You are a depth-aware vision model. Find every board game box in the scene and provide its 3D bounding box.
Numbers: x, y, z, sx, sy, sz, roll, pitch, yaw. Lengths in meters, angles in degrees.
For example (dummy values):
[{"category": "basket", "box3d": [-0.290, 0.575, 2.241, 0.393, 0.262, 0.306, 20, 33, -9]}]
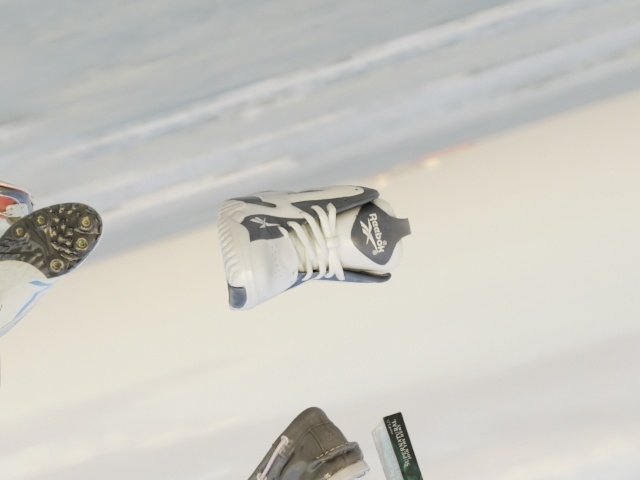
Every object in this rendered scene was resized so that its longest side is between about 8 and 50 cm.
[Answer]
[{"category": "board game box", "box3d": [0.108, 0.310, 2.247, 0.026, 0.186, 0.126, -16, 167, -10]}]

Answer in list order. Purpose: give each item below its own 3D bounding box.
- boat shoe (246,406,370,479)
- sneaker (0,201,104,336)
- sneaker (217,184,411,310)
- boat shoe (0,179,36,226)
[{"category": "boat shoe", "box3d": [-0.055, 0.299, 2.132, 0.112, 0.095, 0.335, -18, 161, -40]}, {"category": "sneaker", "box3d": [-0.331, 0.035, 2.026, 0.237, 0.085, 0.086, -38, 178, 15]}, {"category": "sneaker", "box3d": [0.000, 0.000, 1.598, 0.153, 0.094, 0.235, -7, -176, 8]}, {"category": "boat shoe", "box3d": [-0.384, -0.045, 2.270, 0.049, 0.043, 0.137, 21, 172, 7]}]
